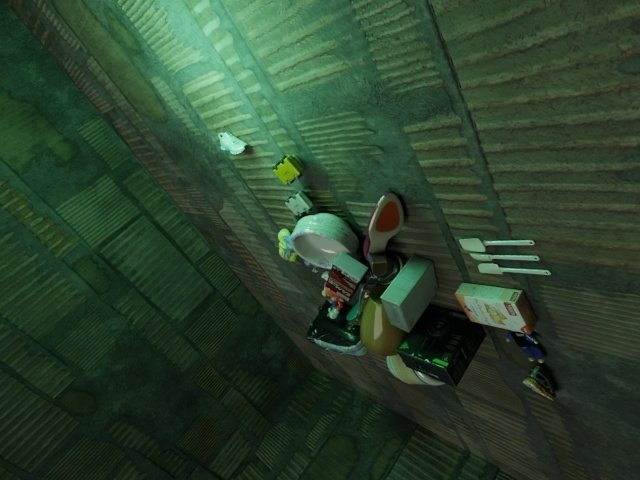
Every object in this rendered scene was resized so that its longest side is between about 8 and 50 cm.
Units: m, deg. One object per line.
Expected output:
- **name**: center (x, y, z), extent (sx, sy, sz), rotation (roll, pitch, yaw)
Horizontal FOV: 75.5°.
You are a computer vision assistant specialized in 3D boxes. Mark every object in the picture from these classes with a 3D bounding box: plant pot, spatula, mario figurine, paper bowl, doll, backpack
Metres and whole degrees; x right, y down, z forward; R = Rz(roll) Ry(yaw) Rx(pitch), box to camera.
- **plant pot**: center (0.278, 0.324, 1.773), extent (0.237, 0.237, 0.254), rotation (24, 138, 35)
- **spatula**: center (0.561, 0.051, 1.270), extent (0.168, 0.019, 0.242), rotation (53, 154, -21)
- **mario figurine**: center (0.052, 0.298, 2.256), extent (0.198, 0.170, 0.320), rotation (37, 157, 15)
- **paper bowl**: center (0.026, -0.006, 1.764), extent (0.285, 0.147, 0.284), rotation (17, 149, 11)
- **doll**: center (0.735, 0.365, 1.497), extent (0.189, 0.046, 0.129), rotation (50, 154, -17)
- **backpack**: center (0.144, 0.525, 2.404), extent (0.356, 0.290, 0.273), rotation (-5, 137, 50)

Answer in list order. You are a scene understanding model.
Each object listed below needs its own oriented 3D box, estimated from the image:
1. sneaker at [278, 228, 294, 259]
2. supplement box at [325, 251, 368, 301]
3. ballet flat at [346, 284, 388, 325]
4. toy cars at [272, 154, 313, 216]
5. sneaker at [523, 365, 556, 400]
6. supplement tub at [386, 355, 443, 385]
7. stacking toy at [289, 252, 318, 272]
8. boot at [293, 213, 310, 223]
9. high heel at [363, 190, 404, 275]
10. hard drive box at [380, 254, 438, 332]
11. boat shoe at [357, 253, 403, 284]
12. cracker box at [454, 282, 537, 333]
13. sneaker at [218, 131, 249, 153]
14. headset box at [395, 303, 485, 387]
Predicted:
- **sneaker**: center (-0.159, 0.045, 2.242), extent (0.126, 0.091, 0.240), rotation (29, 152, 26)
- **supplement box**: center (0.105, 0.155, 1.729), extent (0.130, 0.073, 0.239), rotation (33, 152, 11)
- **ballet flat**: center (0.252, 0.338, 2.053), extent (0.182, 0.164, 0.482), rotation (28, 150, 8)
- **toy cars**: center (-0.095, -0.231, 1.709), extent (0.177, 0.087, 0.393), rotation (34, 158, 28)
- **sneaker**: center (0.858, 0.550, 1.589), extent (0.215, 0.083, 0.084), rotation (38, 168, -38)
- **supplement tub**: center (0.478, 0.571, 1.990), extent (0.235, 0.235, 0.325), rotation (43, 156, -1)
- **stacking toy**: center (-0.045, 0.112, 2.158), extent (0.167, 0.052, 0.221), rotation (26, 162, -25)
- **boot**: center (-0.060, -0.015, 1.960), extent (0.246, 0.083, 0.161), rotation (43, 140, -6)
- **high heel**: center (0.216, -0.056, 1.539), extent (0.128, 0.181, 0.376), rotation (2, 130, -8)
- **hard drive box**: center (0.347, 0.202, 1.578), extent (0.089, 0.232, 0.181), rotation (21, 148, 40)
- **boat shoe**: center (0.207, 0.126, 1.750), extent (0.340, 0.113, 0.127), rotation (-11, 81, 61)
- **cracker box**: center (0.608, 0.233, 1.442), extent (0.232, 0.067, 0.155), rotation (2, 135, 54)
- **sneaker**: center (-0.394, -0.437, 1.826), extent (0.191, 0.071, 0.082), rotation (20, 142, 39)
- **headset box**: center (0.483, 0.424, 1.683), extent (0.247, 0.283, 0.131), rotation (10, 141, 51)
